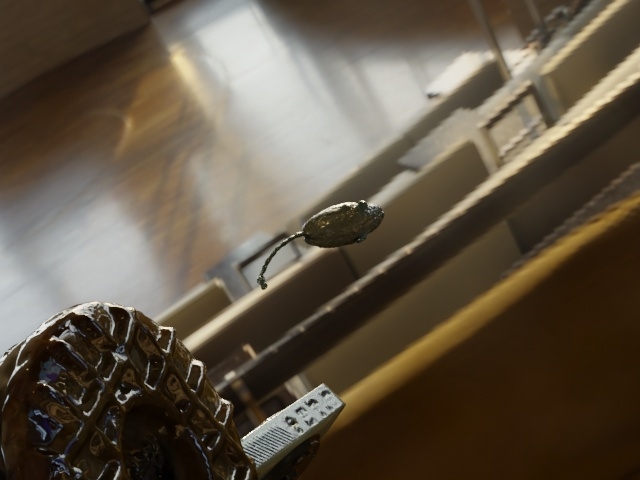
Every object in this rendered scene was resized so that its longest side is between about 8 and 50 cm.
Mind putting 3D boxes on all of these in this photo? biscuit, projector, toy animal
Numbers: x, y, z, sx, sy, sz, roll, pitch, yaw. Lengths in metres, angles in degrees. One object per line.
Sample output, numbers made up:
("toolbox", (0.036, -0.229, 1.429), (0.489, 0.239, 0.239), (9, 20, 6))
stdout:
("biscuit", (-0.165, 0.209, 0.987), (0.103, 0.332, 0.332), (-26, 26, 23))
("projector", (-0.094, 0.333, 1.523), (0.257, 0.079, 0.259), (-26, -26, -57))
("toy animal", (-0.008, -0.004, 1.887), (0.253, 0.070, 0.079), (-26, 12, -16))
